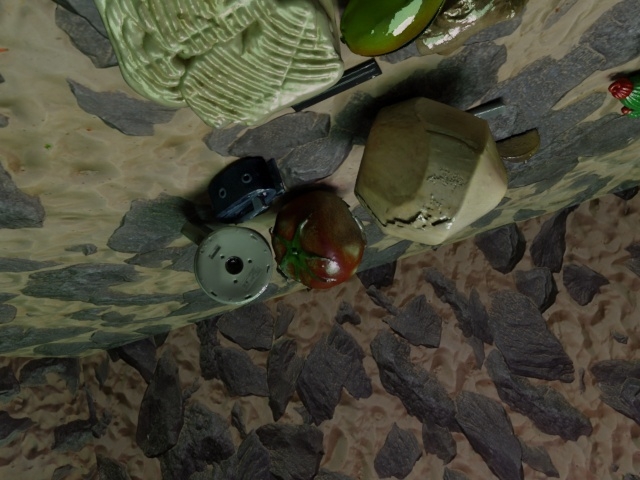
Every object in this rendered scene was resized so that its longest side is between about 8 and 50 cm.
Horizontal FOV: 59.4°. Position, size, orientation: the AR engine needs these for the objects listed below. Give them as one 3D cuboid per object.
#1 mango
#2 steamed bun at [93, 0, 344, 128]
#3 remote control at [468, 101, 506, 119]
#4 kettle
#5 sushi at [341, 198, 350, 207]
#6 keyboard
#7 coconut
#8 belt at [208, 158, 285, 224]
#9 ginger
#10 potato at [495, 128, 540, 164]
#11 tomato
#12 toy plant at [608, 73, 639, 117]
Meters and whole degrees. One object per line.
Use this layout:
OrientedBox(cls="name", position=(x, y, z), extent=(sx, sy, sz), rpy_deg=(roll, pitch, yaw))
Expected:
OrientedBox(cls="mango", position=(0.132, -0.379, 0.881), extent=(0.233, 0.111, 0.125), rpy_deg=(-37, 170, 25))
OrientedBox(cls="steamed bun", position=(-0.127, -0.300, 0.736), extent=(0.289, 0.203, 0.276), rpy_deg=(-15, 139, -9))
OrientedBox(cls="remote control", position=(0.392, -0.326, 1.478), extent=(0.184, 0.027, 0.050), rpy_deg=(-15, 164, 17))
OrientedBox(cls="kettle", position=(-0.263, 0.054, 1.592), extent=(0.265, 0.205, 0.318), rpy_deg=(4, -177, -3))
OrientedBox(cls="sushi", position=(0.040, -0.102, 1.848), extent=(0.118, 0.060, 0.061), rpy_deg=(-23, 158, 20))
OrientedBox(cls="keyboard", position=(0.027, -0.319, 1.164), extent=(0.202, 0.011, 0.067), rpy_deg=(-20, 166, 16))
OrientedBox(cls="coconut", position=(0.258, -0.155, 1.308), extent=(0.353, 0.352, 0.352), rpy_deg=(-15, 165, -4))
OrientedBox(cls="belt", position=(-0.200, -0.111, 1.446), extent=(0.122, 0.128, 0.218), rpy_deg=(-7, 164, -45))
OrientedBox(cls="ginger", position=(0.269, -0.402, 0.996), extent=(0.213, 0.074, 0.137), rpy_deg=(-17, 174, 21))
OrientedBox(cls="potato", position=(0.604, -0.271, 1.753), extent=(0.172, 0.089, 0.100), rpy_deg=(-18, 167, 4))
OrientedBox(cls="tomato", position=(0.000, 0.000, 1.727), extent=(0.239, 0.303, 0.303), rpy_deg=(-27, 175, -39))
OrientedBox(cls="toy plant", position=(0.886, -0.418, 1.535), extent=(0.155, 0.088, 0.240), rpy_deg=(-37, 145, 26))
